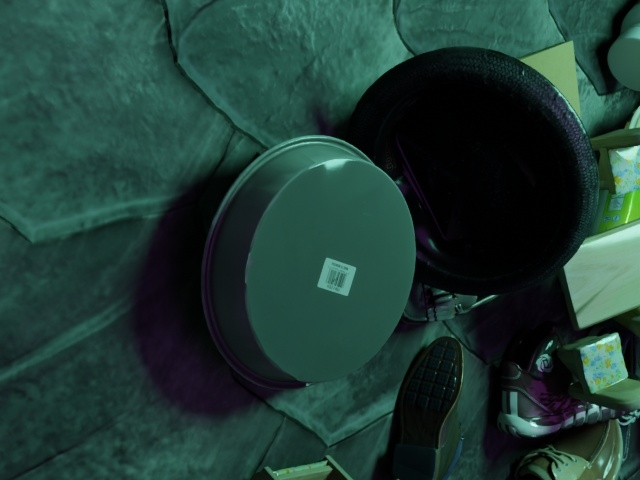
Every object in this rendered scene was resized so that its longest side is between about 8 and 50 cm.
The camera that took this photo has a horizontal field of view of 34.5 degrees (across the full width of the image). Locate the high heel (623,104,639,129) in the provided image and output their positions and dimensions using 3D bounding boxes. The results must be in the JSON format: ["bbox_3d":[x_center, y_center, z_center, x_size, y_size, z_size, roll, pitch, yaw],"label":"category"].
[{"bbox_3d":[0.543,-0.172,1.692,0.261,0.093,0.186,-45,170,-21],"label":"high heel"}]

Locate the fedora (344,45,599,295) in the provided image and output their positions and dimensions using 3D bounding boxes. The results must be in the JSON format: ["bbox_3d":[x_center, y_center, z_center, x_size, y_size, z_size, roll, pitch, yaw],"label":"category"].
[{"bbox_3d":[0.192,-0.100,1.298,0.152,0.334,0.334,-67,142,-58],"label":"fedora"}]

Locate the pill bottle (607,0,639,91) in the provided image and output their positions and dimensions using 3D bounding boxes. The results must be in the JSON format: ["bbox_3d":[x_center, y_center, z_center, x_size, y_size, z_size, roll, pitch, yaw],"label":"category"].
[{"bbox_3d":[0.567,-0.347,1.686,0.229,0.131,0.131,-46,125,-30],"label":"pill bottle"}]

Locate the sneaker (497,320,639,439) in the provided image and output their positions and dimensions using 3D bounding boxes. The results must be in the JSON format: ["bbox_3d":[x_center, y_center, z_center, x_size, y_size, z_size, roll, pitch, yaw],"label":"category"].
[{"bbox_3d":[0.389,0.196,1.585,0.281,0.106,0.162,-10,97,-32],"label":"sneaker"}]

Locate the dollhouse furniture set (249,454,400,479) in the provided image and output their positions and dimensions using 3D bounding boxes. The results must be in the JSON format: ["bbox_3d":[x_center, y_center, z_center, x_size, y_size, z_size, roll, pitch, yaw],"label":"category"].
[{"bbox_3d":[-0.008,0.354,1.266,0.182,0.101,0.160,2,119,-45],"label":"dollhouse furniture set"}]

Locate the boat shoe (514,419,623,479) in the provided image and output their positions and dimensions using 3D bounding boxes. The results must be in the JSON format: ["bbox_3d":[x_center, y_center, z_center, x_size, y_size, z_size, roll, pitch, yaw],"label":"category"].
[{"bbox_3d":[0.365,0.376,1.596,0.324,0.123,0.116,-54,126,-27],"label":"boat shoe"}]

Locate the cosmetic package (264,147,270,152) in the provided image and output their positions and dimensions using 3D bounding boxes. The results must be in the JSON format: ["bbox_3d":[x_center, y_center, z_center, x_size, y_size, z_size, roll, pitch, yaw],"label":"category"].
[{"bbox_3d":[0.000,0.000,1.222,0.239,0.060,0.098,44,71,-38],"label":"cosmetic package"}]

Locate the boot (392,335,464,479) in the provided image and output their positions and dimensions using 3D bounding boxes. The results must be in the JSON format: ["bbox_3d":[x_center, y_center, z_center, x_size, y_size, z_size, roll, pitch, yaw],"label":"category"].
[{"bbox_3d":[0.155,0.246,1.419,0.106,0.082,0.219,50,55,-61],"label":"boot"}]

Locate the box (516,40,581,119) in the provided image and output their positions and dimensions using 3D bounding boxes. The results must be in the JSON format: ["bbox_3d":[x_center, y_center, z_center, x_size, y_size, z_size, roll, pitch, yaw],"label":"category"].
[{"bbox_3d":[0.326,-0.200,1.545,0.201,0.021,0.164,-25,112,-39],"label":"box"}]

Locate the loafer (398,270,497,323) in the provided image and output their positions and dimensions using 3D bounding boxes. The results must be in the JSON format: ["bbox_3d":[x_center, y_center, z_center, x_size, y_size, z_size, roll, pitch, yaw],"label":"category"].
[{"bbox_3d":[0.198,0.051,1.408,0.268,0.084,0.096,-18,109,-42],"label":"loafer"}]

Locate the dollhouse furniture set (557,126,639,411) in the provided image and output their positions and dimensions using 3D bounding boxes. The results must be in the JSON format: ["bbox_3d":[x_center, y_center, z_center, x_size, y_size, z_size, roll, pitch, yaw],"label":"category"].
[{"bbox_3d":[0.525,0.009,1.448,0.394,0.256,0.362,-19,97,-19],"label":"dollhouse furniture set"}]

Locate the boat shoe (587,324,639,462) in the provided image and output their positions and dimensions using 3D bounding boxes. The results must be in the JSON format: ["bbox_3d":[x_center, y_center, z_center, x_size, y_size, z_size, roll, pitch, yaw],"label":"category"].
[{"bbox_3d":[0.501,0.267,1.740,0.095,0.079,0.254,-13,104,-42],"label":"boat shoe"}]

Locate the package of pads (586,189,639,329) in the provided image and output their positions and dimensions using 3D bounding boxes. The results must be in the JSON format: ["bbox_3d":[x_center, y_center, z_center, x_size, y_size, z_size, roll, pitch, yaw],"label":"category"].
[{"bbox_3d":[0.549,0.045,1.686,0.297,0.101,0.229,32,65,-24],"label":"package of pads"}]

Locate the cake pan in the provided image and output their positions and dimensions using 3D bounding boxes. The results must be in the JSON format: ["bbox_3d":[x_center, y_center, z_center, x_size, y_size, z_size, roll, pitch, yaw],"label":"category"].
[{"bbox_3d":[0.001,0.031,1.151,0.293,0.054,0.293,-11,107,-40],"label":"cake pan"}]
